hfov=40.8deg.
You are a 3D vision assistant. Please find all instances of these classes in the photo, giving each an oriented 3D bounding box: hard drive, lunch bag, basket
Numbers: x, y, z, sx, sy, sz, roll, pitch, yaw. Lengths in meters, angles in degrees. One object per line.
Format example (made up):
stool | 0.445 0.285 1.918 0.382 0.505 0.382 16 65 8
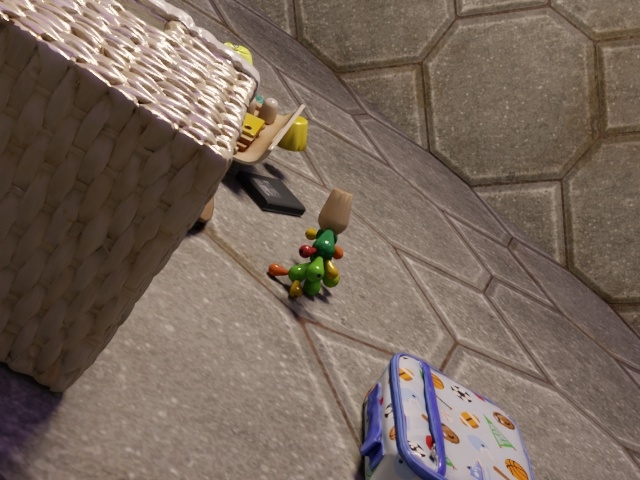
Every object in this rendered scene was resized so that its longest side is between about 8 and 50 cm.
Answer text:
hard drive | -0.095 -0.091 1.665 0.094 0.022 0.135 48 20 26
lunch bag | 0.164 0.285 1.138 0.243 0.115 0.303 33 18 -10
basket | -0.275 -0.093 0.841 0.328 0.331 0.266 32 21 -18

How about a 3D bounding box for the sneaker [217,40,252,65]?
sneaker | -0.263 -0.270 1.474 0.295 0.124 0.109 -5 2 4

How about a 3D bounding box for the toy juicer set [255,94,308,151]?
toy juicer set | -0.193 -0.266 1.829 0.209 0.090 0.329 -9 35 -40

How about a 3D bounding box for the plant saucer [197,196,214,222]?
plant saucer | -0.228 -0.157 1.331 0.278 0.041 0.278 -15 90 -84

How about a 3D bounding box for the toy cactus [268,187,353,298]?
toy cactus | 0.000 0.000 1.410 0.112 0.181 0.219 21 11 11

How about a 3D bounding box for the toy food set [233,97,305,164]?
toy food set | -0.196 -0.272 1.624 0.306 0.092 0.220 25 34 1
